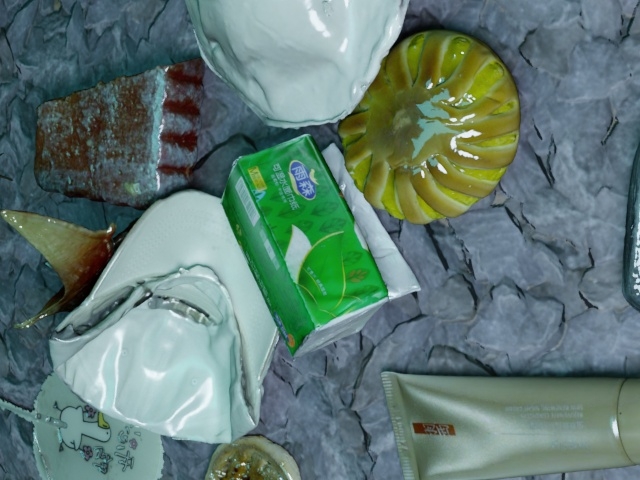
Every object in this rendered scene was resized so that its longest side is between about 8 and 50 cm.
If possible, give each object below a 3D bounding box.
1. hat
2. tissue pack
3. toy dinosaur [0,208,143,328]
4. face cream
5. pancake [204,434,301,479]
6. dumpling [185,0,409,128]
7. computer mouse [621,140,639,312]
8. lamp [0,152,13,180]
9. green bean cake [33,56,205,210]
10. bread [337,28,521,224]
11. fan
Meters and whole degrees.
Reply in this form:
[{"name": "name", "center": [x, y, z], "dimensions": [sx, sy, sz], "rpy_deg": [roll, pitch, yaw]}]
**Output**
[{"name": "hat", "center": [-0.170, 0.088, 1.273], "dimensions": [0.258, 0.168, 0.301], "rpy_deg": [25, 79, -9]}, {"name": "tissue pack", "center": [0.001, 0.001, 1.170], "dimensions": [0.209, 0.156, 0.148], "rpy_deg": [63, 158, 13]}, {"name": "toy dinosaur", "center": [-0.312, 0.020, 1.262], "dimensions": [0.113, 0.327, 0.206], "rpy_deg": [45, 105, 4]}, {"name": "face cream", "center": [0.215, 0.192, 1.078], "dimensions": [0.341, 0.084, 0.137], "rpy_deg": [-10, 95, 38]}, {"name": "pancake", "center": [-0.086, 0.315, 1.287], "dimensions": [0.152, 0.025, 0.151], "rpy_deg": [1, 92, 30]}, {"name": "dumpling", "center": [-0.059, -0.276, 1.179], "dimensions": [0.341, 0.181, 0.260], "rpy_deg": [28, 116, 9]}, {"name": "computer mouse", "center": [0.351, -0.017, 0.994], "dimensions": [0.113, 0.068, 0.229], "rpy_deg": [5, 104, 18]}, {"name": "lamp", "center": [-0.513, -0.102, 1.522], "dimensions": [0.121, 0.054, 0.041], "rpy_deg": [-5, 88, 32]}, {"name": "green bean cake", "center": [-0.261, -0.143, 1.343], "dimensions": [0.233, 0.097, 0.198], "rpy_deg": [6, 95, 31]}, {"name": "bread", "center": [0.113, -0.120, 1.115], "dimensions": [0.213, 0.105, 0.213], "rpy_deg": [1, 93, 28]}, {"name": "fan", "center": [-0.384, 0.257, 1.474], "dimensions": [0.415, 0.012, 0.233], "rpy_deg": [15, 98, 27]}]
